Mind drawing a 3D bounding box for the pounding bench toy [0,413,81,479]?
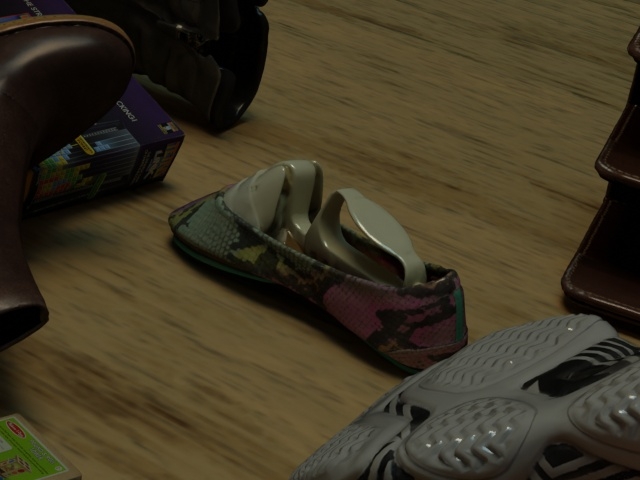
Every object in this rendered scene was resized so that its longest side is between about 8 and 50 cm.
[{"bbox_3d":[-0.143,0.109,0.639,0.052,0.065,0.083,-14,33,-38],"label":"pounding bench toy"}]

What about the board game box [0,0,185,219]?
[{"bbox_3d":[-0.195,-0.096,1.013,0.141,0.048,0.170,-21,60,-45],"label":"board game box"}]

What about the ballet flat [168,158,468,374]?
[{"bbox_3d":[0.000,0.000,0.904,0.221,0.079,0.077,28,32,36],"label":"ballet flat"}]

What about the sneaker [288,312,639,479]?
[{"bbox_3d":[0.150,0.136,0.604,0.366,0.210,0.137,-17,10,43],"label":"sneaker"}]

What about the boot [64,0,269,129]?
[{"bbox_3d":[-0.137,-0.252,1.103,0.223,0.338,0.118,19,48,29],"label":"boot"}]

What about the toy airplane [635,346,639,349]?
[{"bbox_3d":[0.212,0.087,0.845,0.151,0.028,0.151,16,11,-3],"label":"toy airplane"}]

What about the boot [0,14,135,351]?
[{"bbox_3d":[-0.177,-0.014,0.820,0.248,0.090,0.207,-28,44,-15],"label":"boot"}]

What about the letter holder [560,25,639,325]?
[{"bbox_3d":[0.322,-0.020,0.965,0.302,0.152,0.214,16,26,14],"label":"letter holder"}]
